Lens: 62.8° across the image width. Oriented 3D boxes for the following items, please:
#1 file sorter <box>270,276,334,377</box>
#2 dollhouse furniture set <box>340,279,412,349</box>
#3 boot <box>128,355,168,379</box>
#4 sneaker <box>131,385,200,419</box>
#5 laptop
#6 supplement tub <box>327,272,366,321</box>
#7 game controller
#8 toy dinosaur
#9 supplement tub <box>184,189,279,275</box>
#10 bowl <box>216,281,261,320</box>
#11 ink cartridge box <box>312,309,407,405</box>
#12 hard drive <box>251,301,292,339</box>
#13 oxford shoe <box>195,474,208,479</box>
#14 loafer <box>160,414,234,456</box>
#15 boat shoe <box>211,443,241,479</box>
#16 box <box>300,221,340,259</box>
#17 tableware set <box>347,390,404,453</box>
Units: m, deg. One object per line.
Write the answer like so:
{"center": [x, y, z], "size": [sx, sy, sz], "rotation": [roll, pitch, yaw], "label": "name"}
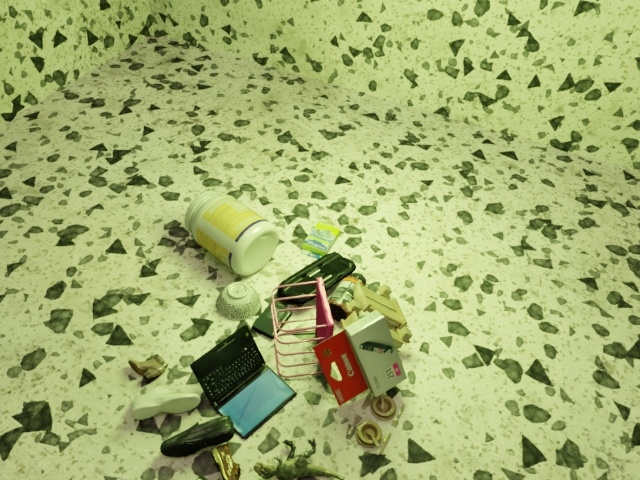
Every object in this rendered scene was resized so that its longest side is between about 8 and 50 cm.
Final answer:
{"center": [-0.067, 0.303, 1.760], "size": [0.183, 0.290, 0.202], "rotation": [-7, 45, -8], "label": "file sorter"}
{"center": [0.143, 0.276, 1.893], "size": [0.303, 0.173, 0.355], "rotation": [30, 23, -28], "label": "dollhouse furniture set"}
{"center": [-0.578, 0.418, 1.773], "size": [0.119, 0.042, 0.087], "rotation": [32, 44, 22], "label": "boot"}
{"center": [-0.493, 0.501, 1.676], "size": [0.213, 0.080, 0.094], "rotation": [-7, 35, -10], "label": "sneaker"}
{"center": [-0.245, 0.451, 1.700], "size": [0.234, 0.264, 0.137], "rotation": [-34, 21, -33], "label": "laptop"}
{"center": [0.104, 0.210, 1.999], "size": [0.106, 0.106, 0.198], "rotation": [24, 47, 17], "label": "supplement tub"}
{"center": [-0.011, 0.145, 2.065], "size": [0.319, 0.067, 0.167], "rotation": [-31, 43, -30], "label": "game controller"}
{"center": [-0.064, 0.658, 1.572], "size": [0.269, 0.064, 0.118], "rotation": [4, 52, -4], "label": "toy dinosaur"}
{"center": [-0.359, -0.037, 2.103], "size": [0.331, 0.240, 0.241], "rotation": [34, 52, 25], "label": "supplement tub"}
{"center": [-0.309, 0.210, 1.974], "size": [0.170, 0.080, 0.170], "rotation": [3, 46, -3], "label": "bowl"}
{"center": [0.131, 0.391, 1.675], "size": [0.239, 0.275, 0.060], "rotation": [-28, 27, -13], "label": "ink cartridge box"}
{"center": [-0.180, 0.295, 1.943], "size": [0.094, 0.022, 0.135], "rotation": [24, 48, 17], "label": "hard drive"}
{"center": [-0.354, 0.760, 1.423], "size": [0.096, 0.082, 0.227], "rotation": [26, 49, 14], "label": "oxford shoe"}
{"center": [-0.373, 0.592, 1.590], "size": [0.224, 0.076, 0.078], "rotation": [-15, 37, -8], "label": "loafer"}
{"center": [-0.261, 0.673, 1.530], "size": [0.060, 0.064, 0.178], "rotation": [-21, 48, -22], "label": "boat shoe"}
{"center": [0.000, 0.000, 2.241], "size": [0.109, 0.042, 0.178], "rotation": [20, 46, 15], "label": "box"}
{"center": [0.183, 0.574, 1.690], "size": [0.128, 0.039, 0.194], "rotation": [24, 48, 18], "label": "tableware set"}
